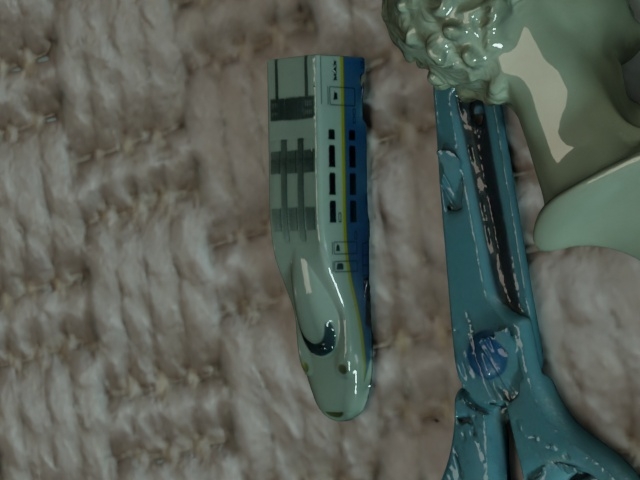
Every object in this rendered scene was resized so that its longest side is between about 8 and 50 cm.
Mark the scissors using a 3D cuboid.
[{"bbox_3d":[0.112,0.080,1.030,0.180,0.032,0.393,-11,83,39],"label":"scissors"}]

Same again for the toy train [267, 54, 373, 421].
[{"bbox_3d":[0.000,0.000,1.111,0.052,0.051,0.234,-1,90,44],"label":"toy train"}]

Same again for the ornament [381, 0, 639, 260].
[{"bbox_3d":[0.139,-0.076,0.944,0.285,0.130,0.120,55,135,25],"label":"ornament"}]
